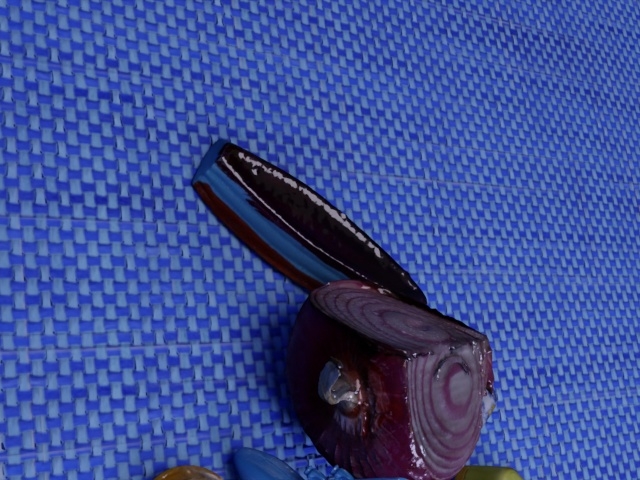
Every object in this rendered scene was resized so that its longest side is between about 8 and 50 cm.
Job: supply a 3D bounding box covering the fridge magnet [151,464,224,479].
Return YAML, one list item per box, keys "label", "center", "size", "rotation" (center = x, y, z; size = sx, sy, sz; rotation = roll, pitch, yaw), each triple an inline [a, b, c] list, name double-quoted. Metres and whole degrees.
- label: "fridge magnet"
  center: [-0.149, 0.330, 1.095]
  size: [0.143, 0.063, 0.143]
  rotation: [13, 67, -32]

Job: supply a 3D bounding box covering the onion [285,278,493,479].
- label: "onion"
  center: [0.072, 0.191, 1.200]
  size: [0.272, 0.256, 0.230]
  rotation: [0, 111, -25]

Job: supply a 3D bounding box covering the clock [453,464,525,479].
- label: "clock"
  center: [0.260, 0.417, 1.338]
  size: [0.202, 0.096, 0.143]
  rotation: [46, 49, -29]

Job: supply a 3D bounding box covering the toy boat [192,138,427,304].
- label: "toy boat"
  center: [0.000, 0.000, 1.320]
  size: [0.392, 0.079, 0.136]
  rotation: [37, 57, -18]

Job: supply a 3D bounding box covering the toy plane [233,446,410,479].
- label: "toy plane"
  center: [-0.003, 0.345, 1.131]
  size: [0.271, 0.254, 0.105]
  rotation: [36, 23, 8]

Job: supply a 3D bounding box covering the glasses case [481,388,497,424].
- label: "glasses case"
  center: [0.167, 0.270, 1.353]
  size: [0.248, 0.065, 0.087]
  rotation: [-40, 98, -38]
